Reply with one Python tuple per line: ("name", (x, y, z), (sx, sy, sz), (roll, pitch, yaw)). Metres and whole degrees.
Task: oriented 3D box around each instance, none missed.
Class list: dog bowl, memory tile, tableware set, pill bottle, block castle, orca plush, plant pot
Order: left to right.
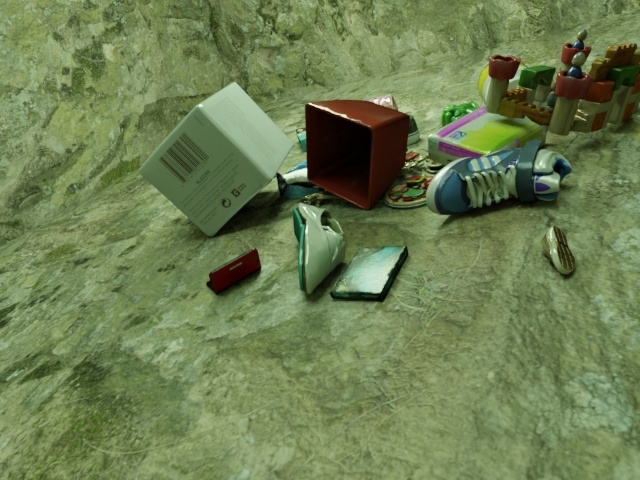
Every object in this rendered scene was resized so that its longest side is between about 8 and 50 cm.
("dog bowl", (-0.021, -0.255, 1.796), (0.166, 0.074, 0.297), (6, 35, 43))
("orca plush", (-0.003, -0.191, 1.647), (0.287, 0.102, 0.151), (-20, 51, -14))
("plant pot", (0.129, -0.298, 1.491), (0.267, 0.267, 0.235), (30, 47, 34))
("memory tile", (0.279, -0.254, 1.615), (0.113, 0.012, 0.148), (-35, 20, -16))
("tableware set", (0.386, -0.275, 1.585), (0.128, 0.039, 0.194), (-13, 26, 13))
("pill bottle", (0.686, -0.549, 1.746), (0.187, 0.188, 0.334), (-12, 27, 16))
("block castle", (0.727, -0.474, 1.386), (0.453, 0.213, 0.303), (-19, 39, -30))

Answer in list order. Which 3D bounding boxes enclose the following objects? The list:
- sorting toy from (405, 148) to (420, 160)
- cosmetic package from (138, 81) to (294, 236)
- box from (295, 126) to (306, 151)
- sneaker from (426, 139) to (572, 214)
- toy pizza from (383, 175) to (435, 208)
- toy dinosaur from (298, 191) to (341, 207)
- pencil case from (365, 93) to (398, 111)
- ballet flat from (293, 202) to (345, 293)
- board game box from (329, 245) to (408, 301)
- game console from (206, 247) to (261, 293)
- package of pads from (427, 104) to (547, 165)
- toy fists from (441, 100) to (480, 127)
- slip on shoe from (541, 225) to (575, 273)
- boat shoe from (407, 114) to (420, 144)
("sorting toy", (0.242, -0.303, 1.696), (0.132, 0.046, 0.274), (-30, 20, -3))
("cosmetic package", (-0.344, -0.295, 1.692), (0.329, 0.327, 0.394), (-38, 17, 26))
("box", (-0.055, -0.499, 2.323), (0.100, 0.060, 0.244), (-20, 25, -1))
("sneaker", (0.447, -0.143, 1.168), (0.322, 0.130, 0.236), (-24, 21, -22))
("toy pizza", (0.282, -0.153, 1.424), (0.201, 0.032, 0.201), (-16, 26, 8))
("toy dinosaur", (-0.010, -0.140, 1.582), (0.183, 0.053, 0.092), (2, 31, 38))
("pencil case", (0.156, -0.515, 2.093), (0.386, 0.167, 0.160), (-14, -4, 12))
("ballet flat", (0.000, 0.000, 1.230), (0.139, 0.139, 0.400), (-18, 24, 3))
("board game box", (0.114, 0.072, 1.100), (0.126, 0.026, 0.186), (-3, 30, 31))
("game console", (-0.242, 0.071, 1.293), (0.144, 0.124, 0.085), (-31, 54, -22))
("package of pads", (0.505, -0.303, 1.439), (0.296, 0.101, 0.229), (-32, 40, -25))
("toy fists", (0.532, -0.448, 1.764), (0.142, 0.096, 0.279), (-19, 27, 3))
("slip on shoe", (0.458, 0.024, 0.939), (0.041, 0.051, 0.135), (-51, 14, 38))
("boat shoe", (0.215, -0.408, 1.878), (0.335, 0.119, 0.121), (-16, 25, 7))
